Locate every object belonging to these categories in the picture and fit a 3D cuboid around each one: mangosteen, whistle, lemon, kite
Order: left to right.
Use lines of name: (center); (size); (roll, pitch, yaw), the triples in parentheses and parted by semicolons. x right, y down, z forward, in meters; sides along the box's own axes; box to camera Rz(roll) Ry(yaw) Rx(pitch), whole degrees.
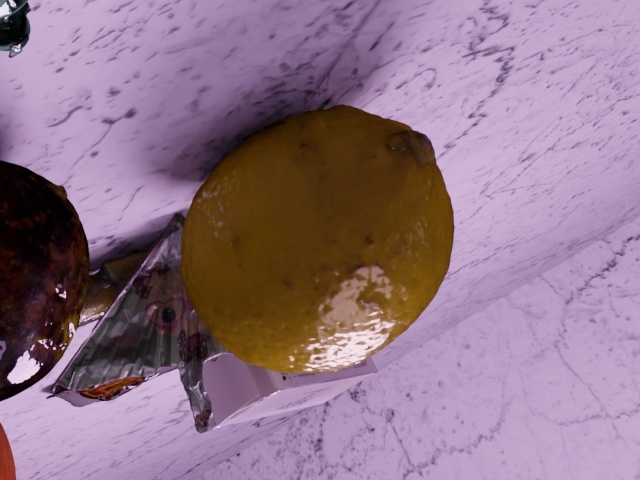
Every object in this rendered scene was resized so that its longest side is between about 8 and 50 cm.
mangosteen: (-0.291, 0.027, 0.763); (0.217, 0.192, 0.192); (12, 162, 3)
whistle: (-0.288, 0.075, 1.074); (0.327, 0.067, 0.057); (-20, -161, -26)
kite: (-0.143, 0.097, 1.111); (0.323, 0.267, 0.013); (-9, -161, -19)
lemon: (0.000, 0.000, 0.968); (0.254, 0.253, 0.310); (-8, 155, -49)

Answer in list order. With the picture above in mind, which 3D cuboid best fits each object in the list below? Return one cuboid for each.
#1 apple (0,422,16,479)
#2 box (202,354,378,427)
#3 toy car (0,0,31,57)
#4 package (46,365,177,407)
apple: (-0.461, 0.260, 1.042); (0.293, 0.251, 0.163); (-17, 170, -30)
box: (-0.067, 0.123, 1.329); (0.116, 0.203, 0.274); (-34, 163, 24)
toy car: (-0.239, -0.119, 0.564); (0.143, 0.054, 0.073); (-29, 166, -8)
package: (-0.294, 0.201, 1.531); (0.239, 0.030, 0.154); (-26, 162, -1)
